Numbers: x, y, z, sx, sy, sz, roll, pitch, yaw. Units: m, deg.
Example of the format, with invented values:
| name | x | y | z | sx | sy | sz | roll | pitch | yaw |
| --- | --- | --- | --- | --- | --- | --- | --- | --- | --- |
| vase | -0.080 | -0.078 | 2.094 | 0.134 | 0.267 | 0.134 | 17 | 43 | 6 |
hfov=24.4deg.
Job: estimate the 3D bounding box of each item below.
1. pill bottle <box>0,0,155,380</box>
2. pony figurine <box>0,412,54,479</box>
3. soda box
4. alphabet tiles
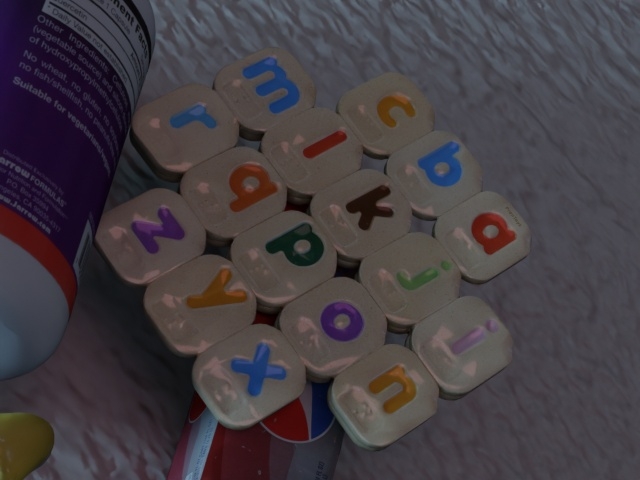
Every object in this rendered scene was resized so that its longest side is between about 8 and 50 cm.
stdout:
| name | x | y | z | sx | sy | sz | roll | pitch | yaw |
| --- | --- | --- | --- | --- | --- | --- | --- | --- | --- |
| pill bottle | -0.212 | -0.084 | 0.933 | 0.182 | 0.181 | 0.323 | 24 | 56 | -18 |
| pony figurine | -0.253 | 0.201 | 0.705 | 0.351 | 0.363 | 0.302 | -28 | 89 | -21 |
| soda box | -0.026 | 0.081 | 1.017 | 0.092 | 0.083 | 0.263 | 26 | 55 | -14 |
| alphabet tiles | 0.000 | 0.000 | 1.004 | 0.278 | 0.021 | 0.284 | -30 | 76 | -29 |
